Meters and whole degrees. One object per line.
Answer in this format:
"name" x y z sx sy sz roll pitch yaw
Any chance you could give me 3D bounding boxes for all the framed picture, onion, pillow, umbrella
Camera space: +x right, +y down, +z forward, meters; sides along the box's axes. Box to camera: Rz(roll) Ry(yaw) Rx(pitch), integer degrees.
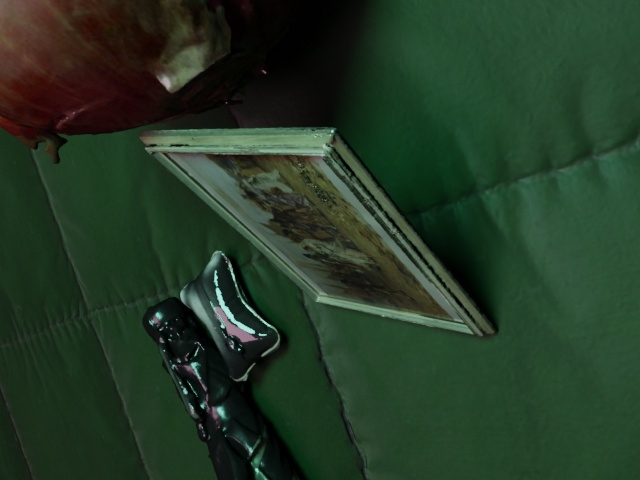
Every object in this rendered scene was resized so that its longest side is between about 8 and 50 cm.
"framed picture" 0.000 0.000 0.567 0.217 0.017 0.274 7 152 44
"onion" -0.163 -0.221 0.555 0.353 0.353 0.354 16 115 39
"pillow" -0.105 0.088 0.796 0.136 0.055 0.091 55 147 17
"umbrella" -0.117 0.227 0.820 0.358 0.106 0.113 55 137 14
